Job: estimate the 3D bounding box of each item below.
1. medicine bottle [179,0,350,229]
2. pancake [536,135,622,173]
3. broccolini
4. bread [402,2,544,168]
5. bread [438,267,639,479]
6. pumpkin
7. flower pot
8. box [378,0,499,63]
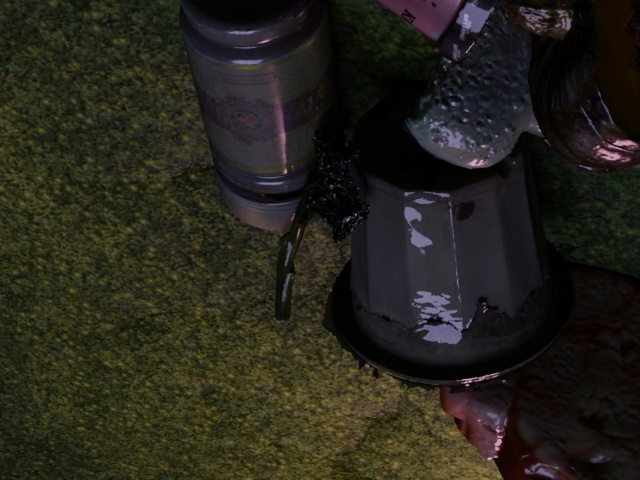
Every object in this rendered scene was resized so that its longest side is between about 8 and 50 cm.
[{"bbox_3d":[-0.057,-0.164,1.699,0.151,0.151,0.322,8,146,13],"label":"medicine bottle"},{"bbox_3d":[0.286,-0.119,1.733,0.116,0.022,0.129,-22,126,43],"label":"pancake"},{"bbox_3d":[-0.002,0.005,1.706,0.062,0.123,0.271,7,132,-13],"label":"broccolini"},{"bbox_3d":[0.190,-0.169,1.610,0.232,0.172,0.064,-16,-179,-18],"label":"bread"},{"bbox_3d":[0.322,0.187,1.905,0.327,0.295,0.114,42,153,19],"label":"bread"},{"bbox_3d":[0.255,-0.165,1.531,0.248,0.126,0.131,47,168,-14],"label":"pumpkin"},{"bbox_3d":[0.134,-0.014,1.751,0.290,0.290,0.259,6,135,16],"label":"flower pot"},{"bbox_3d":[0.109,-0.262,1.495,0.135,0.151,0.151,30,146,-4],"label":"box"}]
